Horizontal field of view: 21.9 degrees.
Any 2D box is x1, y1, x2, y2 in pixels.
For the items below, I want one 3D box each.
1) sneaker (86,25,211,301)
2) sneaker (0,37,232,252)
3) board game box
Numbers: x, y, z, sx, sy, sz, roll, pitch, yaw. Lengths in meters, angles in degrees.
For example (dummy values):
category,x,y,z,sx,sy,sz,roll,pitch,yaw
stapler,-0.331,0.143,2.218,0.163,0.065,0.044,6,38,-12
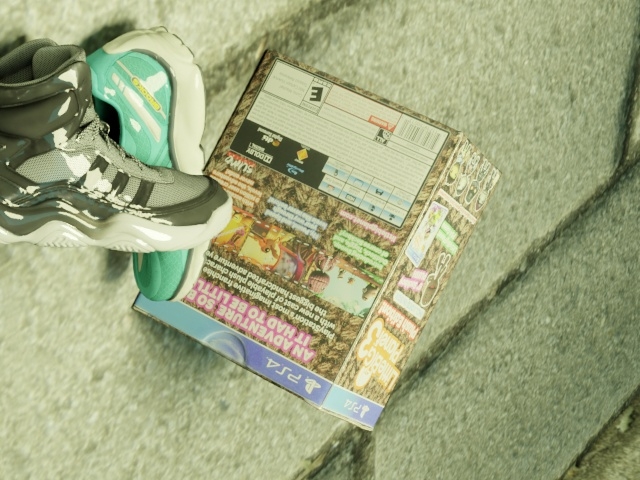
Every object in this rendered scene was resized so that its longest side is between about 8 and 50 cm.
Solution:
category,x,y,z,sx,sy,sz,roll,pitch,yaw
sneaker,-0.165,-0.060,1.452,0.110,0.107,0.275,-23,130,-26
sneaker,-0.179,-0.076,1.312,0.268,0.101,0.153,2,108,-33
board game box,0.000,0.000,1.615,0.291,0.232,0.141,-62,153,-3
